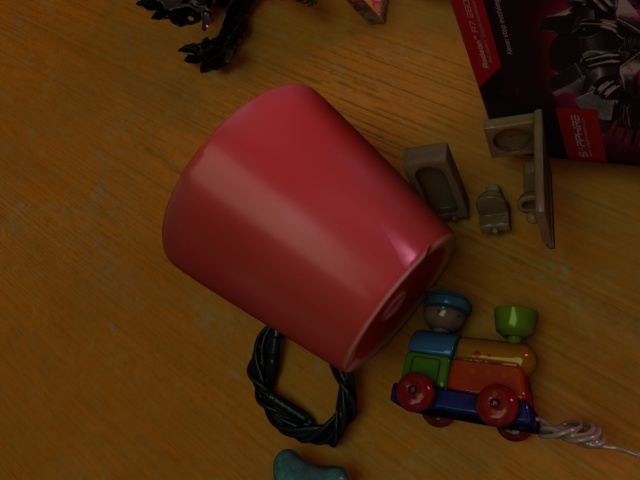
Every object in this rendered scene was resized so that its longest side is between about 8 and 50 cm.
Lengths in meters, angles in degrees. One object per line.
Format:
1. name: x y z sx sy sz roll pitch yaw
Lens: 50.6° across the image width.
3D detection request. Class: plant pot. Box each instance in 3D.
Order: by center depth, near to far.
1. plant pot: 0.000 0.000 0.773 0.243 0.275 0.275 40 100 18

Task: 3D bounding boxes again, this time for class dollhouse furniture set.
1. dollhouse furniture set: 0.169 -0.035 0.724 0.151 0.144 0.123 -6 56 23

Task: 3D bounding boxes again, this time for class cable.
1. cable: -0.024 0.178 0.861 0.150 0.047 0.185 -31 67 21

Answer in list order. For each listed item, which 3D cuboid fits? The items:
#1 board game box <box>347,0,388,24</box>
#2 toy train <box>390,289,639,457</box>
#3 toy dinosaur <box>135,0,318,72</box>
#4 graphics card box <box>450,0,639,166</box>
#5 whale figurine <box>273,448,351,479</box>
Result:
1. board game box: 0.049 -0.361 0.870 0.026 0.154 0.104 6 83 31
2. toy train: 0.207 0.134 0.716 0.248 0.105 0.143 2 68 30
3. toy dinosaur: -0.147 -0.386 0.999 0.322 0.164 0.218 15 70 52
4. graphics card box: 0.317 -0.168 0.606 0.370 0.233 0.094 12 59 36
5. whale figurine: -0.047 0.387 0.775 0.216 0.141 0.272 10 84 31
